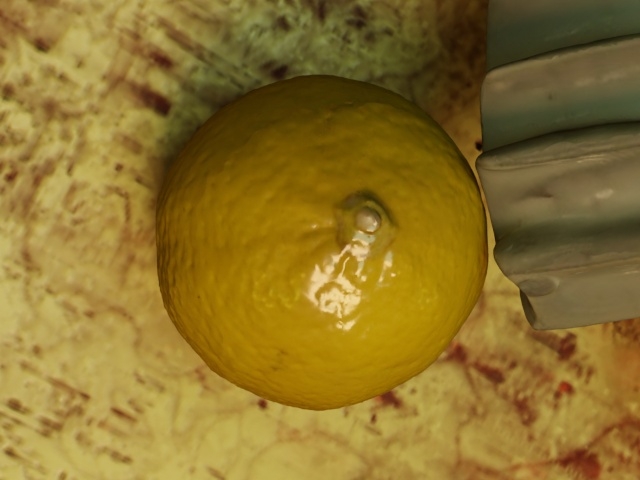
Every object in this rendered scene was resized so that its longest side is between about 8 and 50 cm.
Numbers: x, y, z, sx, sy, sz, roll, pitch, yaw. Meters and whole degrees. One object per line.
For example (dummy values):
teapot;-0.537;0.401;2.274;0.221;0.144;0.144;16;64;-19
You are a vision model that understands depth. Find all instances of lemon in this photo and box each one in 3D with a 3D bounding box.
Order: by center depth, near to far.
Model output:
lemon;0.000;0.000;0.868;0.178;0.203;0.178;2;83;-13

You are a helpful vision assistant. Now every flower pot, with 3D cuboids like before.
flower pot;0.226;-0.029;0.935;0.367;0.164;0.254;39;51;-43
